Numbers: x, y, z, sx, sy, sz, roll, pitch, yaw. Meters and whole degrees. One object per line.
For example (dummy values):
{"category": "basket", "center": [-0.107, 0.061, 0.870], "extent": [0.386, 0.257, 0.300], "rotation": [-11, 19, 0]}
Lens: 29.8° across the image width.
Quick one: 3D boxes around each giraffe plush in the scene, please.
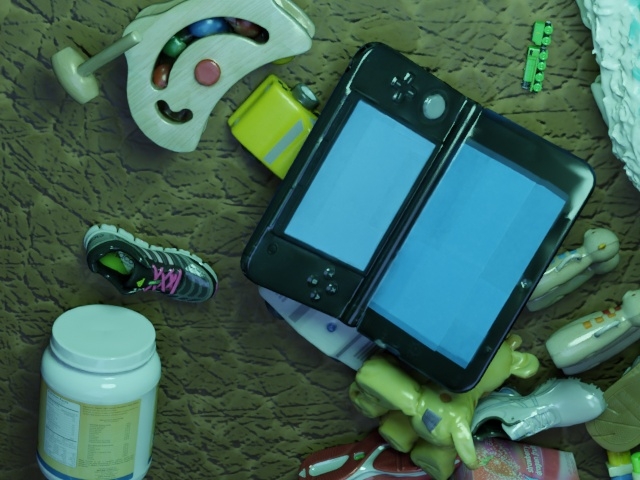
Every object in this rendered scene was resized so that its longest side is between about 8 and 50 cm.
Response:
{"category": "giraffe plush", "center": [0.157, 0.167, 1.448], "extent": [0.181, 0.210, 0.170], "rotation": [47, 68, -5]}

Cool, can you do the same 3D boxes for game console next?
{"category": "game console", "center": [0.104, -0.022, 1.287], "extent": [0.250, 0.173, 0.293], "rotation": [26, 96, -38]}

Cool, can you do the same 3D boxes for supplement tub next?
{"category": "supplement tub", "center": [-0.271, 0.194, 1.471], "extent": [0.144, 0.144, 0.199], "rotation": [8, 116, -3]}

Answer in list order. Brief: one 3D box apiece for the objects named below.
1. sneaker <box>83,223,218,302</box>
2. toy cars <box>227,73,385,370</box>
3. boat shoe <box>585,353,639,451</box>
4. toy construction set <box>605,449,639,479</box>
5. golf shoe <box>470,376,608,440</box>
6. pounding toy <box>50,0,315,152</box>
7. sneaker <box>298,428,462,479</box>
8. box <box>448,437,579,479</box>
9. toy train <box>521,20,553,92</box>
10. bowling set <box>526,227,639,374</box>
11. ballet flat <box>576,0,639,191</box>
{"category": "sneaker", "center": [-0.205, 0.039, 1.429], "extent": [0.170, 0.075, 0.063], "rotation": [24, 115, -11]}
{"category": "toy cars", "center": [0.000, 0.000, 1.399], "extent": [0.177, 0.087, 0.393], "rotation": [-6, 117, 4]}
{"category": "boat shoe", "center": [0.440, 0.148, 1.467], "extent": [0.277, 0.096, 0.098], "rotation": [-42, 83, 28]}
{"category": "toy construction set", "center": [0.509, 0.280, 1.457], "extent": [0.328, 0.215, 0.151], "rotation": [-27, 88, 17]}
{"category": "golf shoe", "center": [0.264, 0.218, 1.474], "extent": [0.176, 0.086, 0.069], "rotation": [-13, 117, 37]}
{"category": "pounding toy", "center": [-0.138, -0.174, 1.274], "extent": [0.270, 0.155, 0.154], "rotation": [-20, 110, 11]}
{"category": "sneaker", "center": [0.092, 0.315, 1.576], "extent": [0.221, 0.087, 0.128], "rotation": [-12, 130, 12]}
{"category": "box", "center": [0.241, 0.391, 1.475], "extent": [0.154, 0.300, 0.142], "rotation": [12, 118, -4]}
{"category": "toy train", "center": [0.240, -0.203, 1.331], "extent": [0.024, 0.017, 0.083], "rotation": [10, 117, 7]}
{"category": "bowling set", "center": [0.301, 0.038, 1.370], "extent": [0.154, 0.287, 0.199], "rotation": [-29, 80, 8]}
{"category": "ballet flat", "center": [0.338, -0.208, 1.265], "extent": [0.147, 0.147, 0.408], "rotation": [-14, 110, 8]}
